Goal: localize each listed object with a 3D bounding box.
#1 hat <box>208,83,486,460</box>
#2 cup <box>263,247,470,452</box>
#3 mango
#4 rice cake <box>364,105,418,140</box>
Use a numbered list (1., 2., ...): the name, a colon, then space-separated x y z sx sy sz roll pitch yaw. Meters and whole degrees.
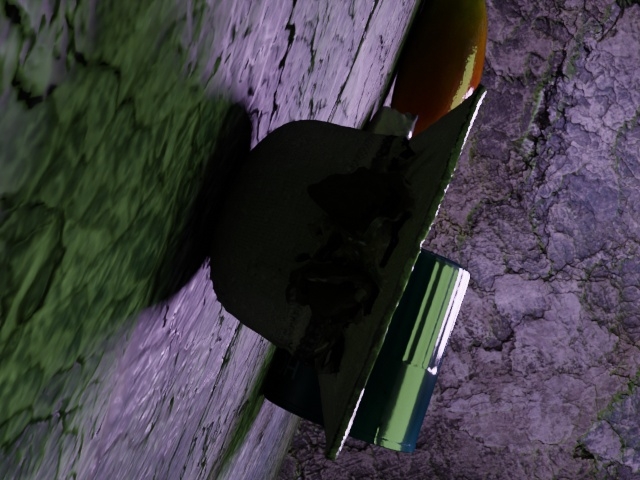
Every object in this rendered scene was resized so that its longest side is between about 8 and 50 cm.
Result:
1. hat: 0.000 0.000 0.675 0.257 0.130 0.257 21 90 -85
2. cup: 0.079 0.145 1.612 0.308 0.242 0.292 34 75 -83
3. mango: 0.189 -0.284 1.607 0.146 0.129 0.289 -46 149 -73
4. rice cake: 0.051 -0.066 1.377 0.070 0.064 0.399 -59 -178 38
